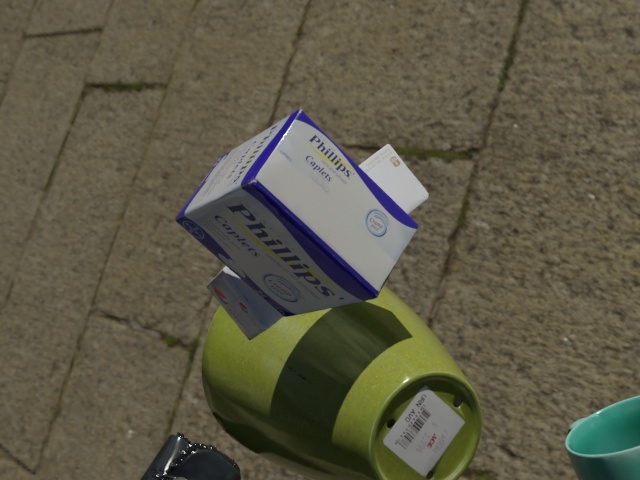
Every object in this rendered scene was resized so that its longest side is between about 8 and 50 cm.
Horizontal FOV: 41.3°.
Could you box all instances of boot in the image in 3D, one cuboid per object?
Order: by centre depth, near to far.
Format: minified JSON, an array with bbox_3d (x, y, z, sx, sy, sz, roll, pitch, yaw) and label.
[{"bbox_3d":[-0.171,0.395,1.191,0.246,0.094,0.207,24,48,22],"label":"boot"}]

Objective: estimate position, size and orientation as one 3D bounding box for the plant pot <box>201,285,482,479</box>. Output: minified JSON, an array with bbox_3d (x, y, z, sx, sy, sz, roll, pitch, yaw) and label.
[{"bbox_3d":[0.040,0.173,0.973,0.293,0.275,0.275,21,88,62],"label":"plant pot"}]

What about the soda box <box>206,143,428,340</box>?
[{"bbox_3d":[0.000,0.000,0.810,0.216,0.069,0.074,-39,0,-25],"label":"soda box"}]

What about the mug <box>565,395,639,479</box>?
[{"bbox_3d":[0.313,0.213,0.814,0.129,0.158,0.097,-25,91,15],"label":"mug"}]

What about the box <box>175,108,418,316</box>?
[{"bbox_3d":[-0.021,-0.013,0.640,0.137,0.126,0.072,-20,32,56],"label":"box"}]
